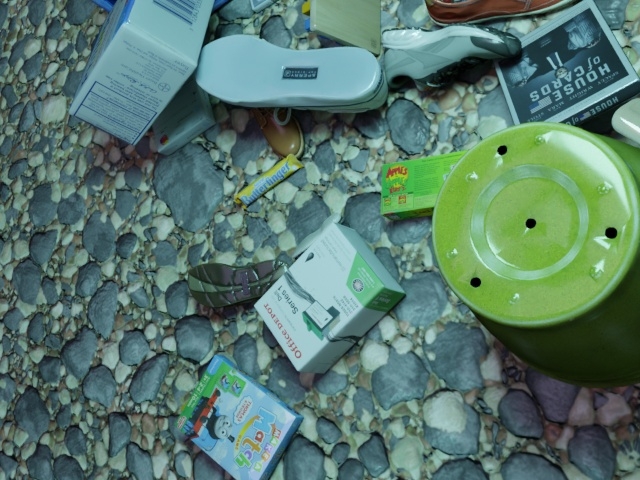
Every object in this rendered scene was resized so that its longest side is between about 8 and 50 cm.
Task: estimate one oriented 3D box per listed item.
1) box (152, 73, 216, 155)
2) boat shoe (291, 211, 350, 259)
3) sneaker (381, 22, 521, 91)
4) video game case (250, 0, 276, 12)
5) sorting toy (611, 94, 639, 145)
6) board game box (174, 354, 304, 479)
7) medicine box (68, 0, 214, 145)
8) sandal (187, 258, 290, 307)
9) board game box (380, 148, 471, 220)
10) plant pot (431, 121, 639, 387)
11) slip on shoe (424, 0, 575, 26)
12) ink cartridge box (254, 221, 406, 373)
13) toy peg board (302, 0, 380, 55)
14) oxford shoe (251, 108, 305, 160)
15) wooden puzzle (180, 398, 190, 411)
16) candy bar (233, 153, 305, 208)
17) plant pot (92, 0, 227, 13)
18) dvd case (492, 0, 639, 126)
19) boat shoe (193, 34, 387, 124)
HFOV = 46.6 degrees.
[{"bbox_3d":[-0.311,-0.300,1.611,0.145,0.038,0.186,-29,65,25],"label":"box"},{"bbox_3d":[0.000,0.000,1.358,0.125,0.038,0.046,-42,19,18],"label":"boat shoe"},{"bbox_3d":[0.216,-0.306,1.248,0.271,0.100,0.108,9,99,47],"label":"sneaker"},{"bbox_3d":[-0.088,-0.593,1.539,0.173,0.022,0.190,-24,69,27],"label":"video game case"},{"bbox_3d":[0.533,-0.157,1.007,0.208,0.038,0.193,-33,57,-22],"label":"sorting toy"},{"bbox_3d":[-0.154,0.335,1.375,0.211,0.039,0.160,31,92,28],"label":"board game box"},{"bbox_3d":[-0.343,-0.381,1.450,0.289,0.149,0.263,-36,37,43],"label":"medicine box"},{"bbox_3d":[-0.152,0.079,1.431,0.219,0.060,0.090,-11,81,15],"label":"sandal"},{"bbox_3d":[0.192,-0.093,1.249,0.181,0.043,0.092,-7,71,31],"label":"board game box"},{"bbox_3d":[0.318,0.006,0.972,0.366,0.353,0.366,-7,77,31],"label":"plant pot"},{"bbox_3d":[0.319,-0.434,1.207,0.331,0.101,0.123,-7,75,29],"label":"slip on shoe"},{"bbox_3d":[0.012,0.104,1.297,0.219,0.092,0.160,-47,60,15],"label":"ink cartridge box"},{"bbox_3d":[0.027,-0.427,1.364,0.079,0.161,0.160,-10,75,48],"label":"toy peg board"},{"bbox_3d":[-0.101,-0.243,1.448,0.076,0.076,0.212,-38,67,17],"label":"oxford shoe"},{"bbox_3d":[-0.222,0.346,1.445,0.116,0.014,0.078,45,109,30],"label":"wooden puzzle"},{"bbox_3d":[-0.103,-0.114,1.446,0.161,0.040,0.018,-34,37,23],"label":"candy bar"},{"bbox_3d":[-0.348,-0.600,1.584,0.236,0.236,0.212,-24,63,27],"label":"plant pot"},{"bbox_3d":[0.363,-0.256,1.125,0.179,0.029,0.238,-28,38,24],"label":"dvd case"},{"bbox_3d":[-0.048,-0.290,1.371,0.367,0.156,0.136,5,80,20],"label":"boat shoe"}]
